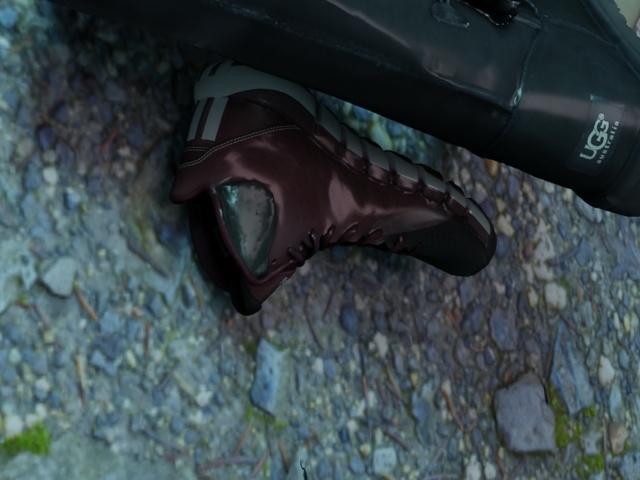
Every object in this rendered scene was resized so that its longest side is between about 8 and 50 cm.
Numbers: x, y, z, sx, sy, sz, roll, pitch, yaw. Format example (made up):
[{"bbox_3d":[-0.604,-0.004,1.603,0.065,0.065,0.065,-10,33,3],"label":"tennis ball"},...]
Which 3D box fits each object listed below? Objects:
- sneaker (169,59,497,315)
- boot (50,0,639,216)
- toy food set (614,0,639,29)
[{"bbox_3d":[0.000,0.000,1.030,0.281,0.106,0.163,31,66,-24],"label":"sneaker"},{"bbox_3d":[0.013,-0.185,1.017,0.445,0.367,0.146,16,106,-19],"label":"boot"},{"bbox_3d":[0.211,-0.305,1.305,0.306,0.092,0.220,41,67,-29],"label":"toy food set"}]
